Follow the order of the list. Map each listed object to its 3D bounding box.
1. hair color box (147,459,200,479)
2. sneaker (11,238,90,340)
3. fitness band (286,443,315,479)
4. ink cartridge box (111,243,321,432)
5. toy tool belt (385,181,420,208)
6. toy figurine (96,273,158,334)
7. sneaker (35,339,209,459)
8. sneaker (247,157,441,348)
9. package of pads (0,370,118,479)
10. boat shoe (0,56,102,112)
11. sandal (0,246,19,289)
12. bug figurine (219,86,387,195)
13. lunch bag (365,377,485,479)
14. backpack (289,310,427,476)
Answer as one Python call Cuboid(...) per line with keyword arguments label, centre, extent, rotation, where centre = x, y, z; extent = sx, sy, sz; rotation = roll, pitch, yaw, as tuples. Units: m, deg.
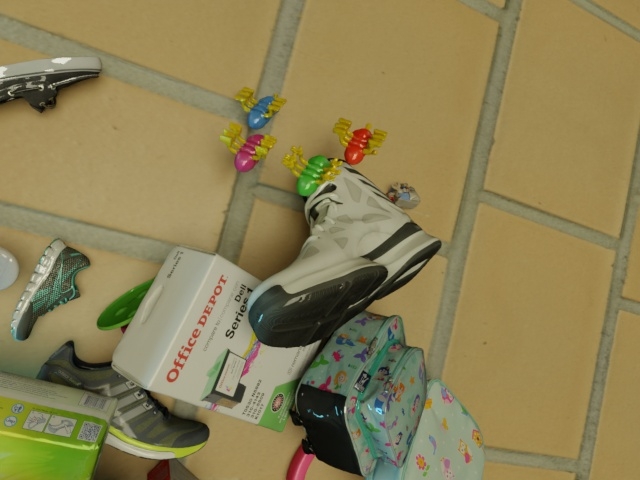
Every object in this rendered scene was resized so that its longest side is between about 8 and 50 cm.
Cuboid(label="hair color box", centre=(-0.227, 0.422, 0.752), extent=(0.053, 0.167, 0.093), rotation=(-45, 103, -16))
Cuboid(label="sneaker", centre=(-0.422, 0.084, 0.740), extent=(0.076, 0.065, 0.167), rotation=(27, 82, -22))
Cuboid(label="fitness band", centre=(0.071, 0.491, 0.925), extent=(0.290, 0.054, 0.209), rotation=(34, 78, -16))
Cuboid(label="ink cartridge box", centre=(-0.142, 0.160, 0.741), extent=(0.278, 0.117, 0.201), rotation=(39, 69, -42))
Cuboid(label="toy tool belt", centre=(0.165, -0.097, 0.975), extent=(0.083, 0.052, 0.051), rotation=(8, 55, -23))
Cuboid(label="toy figurine", centre=(-0.255, 0.150, 0.794), extent=(0.173, 0.130, 0.159), rotation=(-46, 120, -40))
Cuboid(label="sneaker", centre=(-0.311, 0.261, 0.757), extent=(0.299, 0.111, 0.121), rotation=(28, 76, -20))
Cuboid(label="sneaker", centre=(0.000, 0.001, 0.793), extent=(0.257, 0.169, 0.447), rotation=(48, 36, 19))
Cuboid(label="package of pads", centre=(-0.429, 0.310, 0.640), extent=(0.229, 0.101, 0.297), rotation=(19, 116, -15))
Cuboid(label="boat shoe", centre=(-0.453, -0.234, 0.727), extent=(0.228, 0.080, 0.076), rotation=(-19, 113, -23))
Cuboid(label="sandal", centre=(-0.564, 0.018, 0.677), extent=(0.265, 0.076, 0.102), rotation=(11, 109, -9))
Cuboid(label="bug figurine", centre=(-0.040, -0.168, 0.807), extent=(0.279, 0.072, 0.216), rotation=(23, 49, 13))
Cuboid(label="lunch bag", centre=(0.204, 0.416, 0.897), extent=(0.224, 0.108, 0.279), rotation=(47, 41, -12))
Cuboid(label="backpack", centre=(0.084, 0.249, 0.827), extent=(0.253, 0.191, 0.225), rotation=(-60, 144, -45))
